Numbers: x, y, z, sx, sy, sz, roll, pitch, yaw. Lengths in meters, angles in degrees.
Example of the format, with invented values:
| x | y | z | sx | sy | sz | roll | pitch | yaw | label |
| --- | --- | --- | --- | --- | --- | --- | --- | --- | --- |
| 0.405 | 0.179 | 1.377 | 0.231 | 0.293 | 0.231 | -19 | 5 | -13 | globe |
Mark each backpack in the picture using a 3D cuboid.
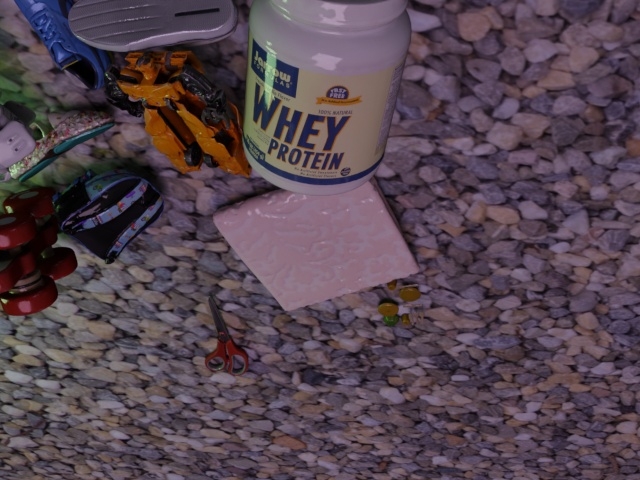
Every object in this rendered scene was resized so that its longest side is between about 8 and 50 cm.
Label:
| x | y | z | sx | sy | sz | roll | pitch | yaw | label |
| --- | --- | --- | --- | --- | --- | --- | --- | --- | --- |
| -0.394 | -0.066 | 1.392 | 0.173 | 0.117 | 0.158 | -39 | 142 | 1 | backpack |

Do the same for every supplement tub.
| x | y | z | sx | sy | sz | roll | pitch | yaw | label |
| --- | --- | --- | --- | --- | --- | --- | --- | --- | --- |
| 0.005 | -0.255 | 1.109 | 0.235 | 0.235 | 0.325 | 5 | 135 | -4 | supplement tub |

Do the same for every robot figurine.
| x | y | z | sx | sy | sz | roll | pitch | yaw | label |
| --- | --- | --- | --- | --- | --- | --- | --- | --- | --- |
| -0.223 | -0.207 | 1.208 | 0.211 | 0.085 | 0.291 | 5 | 152 | 20 | robot figurine |

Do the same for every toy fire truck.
| x | y | z | sx | sy | sz | roll | pitch | yaw | label |
| --- | --- | --- | --- | --- | --- | --- | --- | --- | --- |
| -0.619 | 0.027 | 1.376 | 0.254 | 0.302 | 0.169 | -8 | 114 | 3 | toy fire truck |

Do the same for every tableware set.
| x | y | z | sx | sy | sz | roll | pitch | yaw | label |
| --- | --- | --- | --- | --- | --- | --- | --- | --- | --- |
| 0.178 | 0.140 | 1.654 | 0.104 | 0.024 | 0.154 | -6 | 136 | 12 | tableware set |

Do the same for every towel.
| x | y | z | sx | sy | sz | roll | pitch | yaw | label |
| --- | --- | --- | --- | --- | --- | --- | --- | --- | --- |
| 0.000 | 0.000 | 1.496 | 0.331 | 0.053 | 0.317 | -18 | 133 | 19 | towel |

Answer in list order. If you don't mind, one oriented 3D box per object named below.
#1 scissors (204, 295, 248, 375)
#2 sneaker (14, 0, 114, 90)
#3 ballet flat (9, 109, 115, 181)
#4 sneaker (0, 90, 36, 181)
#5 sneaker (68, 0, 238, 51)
| x | y | z | sx | sy | sz | roll | pitch | yaw | label |
| --- | --- | --- | --- | --- | --- | --- | --- | --- | --- |
| -0.221 | 0.231 | 1.761 | 0.109 | 0.021 | 0.297 | 8 | 134 | -3 | scissors |
| -0.410 | -0.327 | 1.160 | 0.069 | 0.082 | 0.209 | -21 | 129 | 24 | sneaker |
| -0.476 | -0.185 | 1.310 | 0.241 | 0.091 | 0.077 | -26 | 97 | 19 | ballet flat |
| -0.546 | -0.257 | 1.187 | 0.210 | 0.137 | 0.366 | 19 | 116 | -32 | sneaker |
| -0.252 | -0.330 | 1.137 | 0.258 | 0.094 | 0.091 | 0 | 176 | 2 | sneaker |
